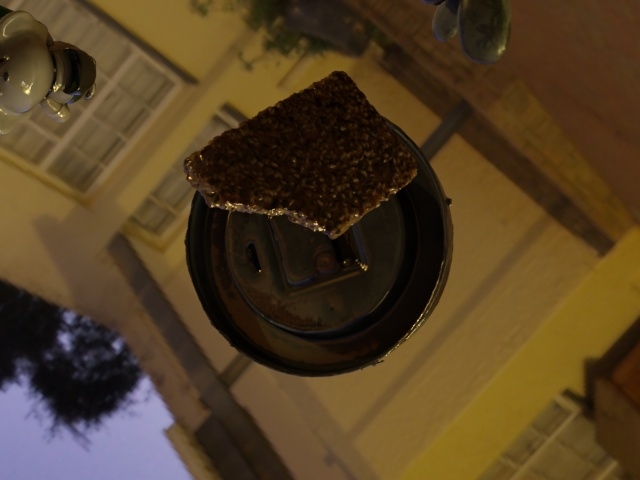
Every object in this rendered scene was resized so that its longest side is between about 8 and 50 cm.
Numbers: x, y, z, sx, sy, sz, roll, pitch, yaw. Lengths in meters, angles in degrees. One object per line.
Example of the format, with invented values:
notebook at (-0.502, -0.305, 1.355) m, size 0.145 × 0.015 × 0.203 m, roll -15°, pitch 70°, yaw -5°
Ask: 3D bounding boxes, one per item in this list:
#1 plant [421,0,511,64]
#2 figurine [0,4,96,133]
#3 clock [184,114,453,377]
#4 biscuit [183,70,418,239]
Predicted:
plant at (0.168, -0.322, 1.132) m, size 0.149 × 0.274 × 0.146 m, roll 3°, pitch -140°, yaw -1°
figurine at (-0.344, -0.198, 1.304) m, size 0.126 × 0.147 × 0.192 m, roll 13°, pitch -170°, yaw 27°
clock at (0.000, -0.001, 1.260) m, size 0.312 × 0.312 × 0.061 m, roll 44°, pitch -169°, yaw 16°
biscuit at (-0.008, -0.066, 0.994) m, size 0.131 × 0.026 × 0.237 m, roll 51°, pitch -136°, yaw 3°
